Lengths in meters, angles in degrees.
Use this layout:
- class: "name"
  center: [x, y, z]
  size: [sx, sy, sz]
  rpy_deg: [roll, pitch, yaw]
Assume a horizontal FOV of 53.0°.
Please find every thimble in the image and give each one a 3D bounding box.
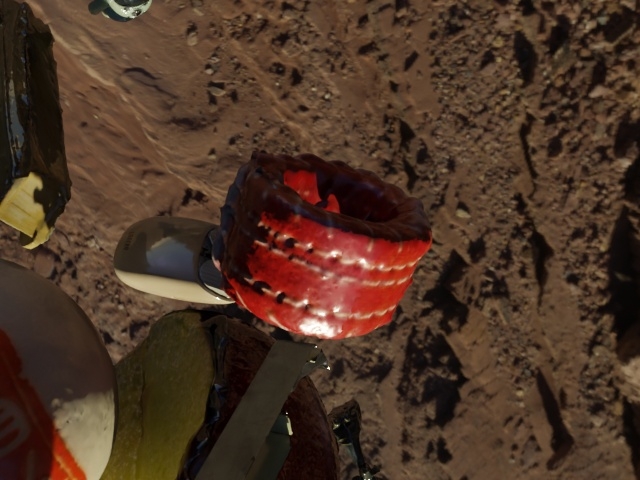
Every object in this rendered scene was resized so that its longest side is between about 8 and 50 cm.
- class: "thimble"
  center: [0.007, 0.002, 0.605]
  size: [0.189, 0.163, 0.125]
  rpy_deg: [5, 118, -34]

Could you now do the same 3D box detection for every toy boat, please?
- class: "toy boat"
  center: [-0.468, -0.192, 0.949]
  size: [0.162, 0.446, 0.136]
  rpy_deg: [-22, 154, 11]

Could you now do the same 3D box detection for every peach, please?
- class: "peach"
  center: [-0.156, 0.299, 0.866]
  size: [0.353, 0.338, 0.417]
  rpy_deg: [-13, 82, -58]

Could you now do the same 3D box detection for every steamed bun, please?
- class: "steamed bun"
  center: [-0.391, 0.198, 0.641]
  size: [0.374, 0.241, 0.375]
  rpy_deg: [-8, 113, -20]

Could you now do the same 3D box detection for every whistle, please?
- class: "whistle"
  center: [-0.325, -0.398, 1.060]
  size: [0.113, 0.235, 0.077]
  rpy_deg: [-26, 106, -21]

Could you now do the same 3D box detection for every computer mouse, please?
- class: "computer mouse"
  center: [-0.230, 0.030, 1.094]
  size: [0.236, 0.145, 0.082]
  rpy_deg: [12, 144, -1]

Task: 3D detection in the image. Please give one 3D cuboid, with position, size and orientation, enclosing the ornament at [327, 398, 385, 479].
- class: "ornament"
  center: [0.089, 0.473, 1.388]
  size: [0.080, 0.202, 0.236]
  rpy_deg: [-25, 82, 1]

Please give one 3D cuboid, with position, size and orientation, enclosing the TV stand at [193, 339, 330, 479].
- class: "TV stand"
  center: [-0.057, 0.160, 0.414]
  size: [0.249, 0.036, 0.042]
  rpy_deg: [-58, 143, -46]
